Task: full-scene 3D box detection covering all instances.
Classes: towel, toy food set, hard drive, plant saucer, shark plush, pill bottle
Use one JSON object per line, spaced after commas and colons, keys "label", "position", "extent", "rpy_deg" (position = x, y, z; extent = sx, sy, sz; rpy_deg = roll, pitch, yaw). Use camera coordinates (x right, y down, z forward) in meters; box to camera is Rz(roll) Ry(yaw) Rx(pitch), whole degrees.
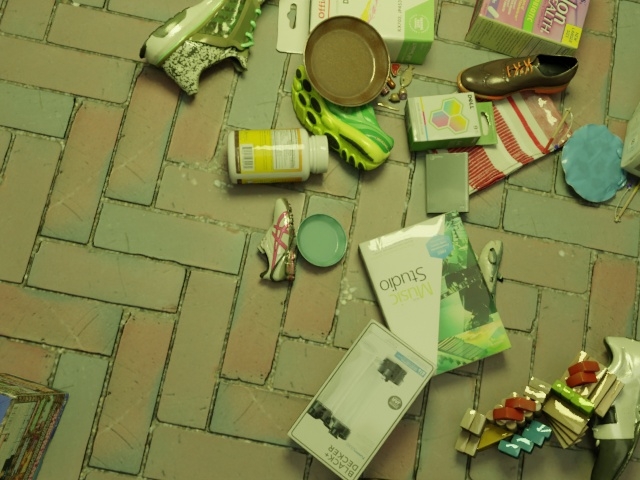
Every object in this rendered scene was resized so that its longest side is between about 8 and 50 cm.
{"label": "towel", "position": [0.404, -0.266, 1.526], "extent": [0.329, 0.037, 0.237], "rpy_deg": [-28, 81, -9]}
{"label": "toy food set", "position": [0.174, -0.371, 1.537], "extent": [0.078, 0.019, 0.122], "rpy_deg": [16, 77, -1]}
{"label": "hard drive", "position": [0.287, -0.129, 1.471], "extent": [0.094, 0.022, 0.135], "rpy_deg": [-1, 87, 15]}
{"label": "plant saucer", "position": [0.054, -0.387, 1.418], "extent": [0.199, 0.036, 0.198], "rpy_deg": [0, 90, -17]}
{"label": "shark plush", "position": [0.387, 0.078, 1.445], "extent": [0.067, 0.073, 0.161], "rpy_deg": [3, 71, -35]}
{"label": "plant saucer", "position": [0.000, 0.000, 1.432], "extent": [0.119, 0.021, 0.119], "rpy_deg": [5, 76, -21]}
{"label": "pill bottle", "position": [-0.093, -0.185, 1.427], "extent": [0.215, 0.117, 0.117], "rpy_deg": [-2, 78, -5]}

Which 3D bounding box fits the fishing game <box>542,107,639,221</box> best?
{"label": "fishing game", "position": [0.635, -0.181, 1.516], "extent": [0.264, 0.041, 0.189], "rpy_deg": [35, 77, -12]}

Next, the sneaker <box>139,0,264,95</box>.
{"label": "sneaker", "position": [-0.204, -0.479, 1.491], "extent": [0.410, 0.158, 0.182], "rpy_deg": [-39, 106, -9]}

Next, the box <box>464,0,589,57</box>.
{"label": "box", "position": [0.499, -0.557, 1.553], "extent": [0.243, 0.117, 0.213], "rpy_deg": [19, 77, -1]}

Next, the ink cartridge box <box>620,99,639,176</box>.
{"label": "ink cartridge box", "position": [0.896, -0.268, 1.553], "extent": [0.308, 0.091, 0.385], "rpy_deg": [25, 60, -2]}

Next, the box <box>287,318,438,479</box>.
{"label": "box", "position": [0.087, 0.322, 1.317], "extent": [0.169, 0.087, 0.290], "rpy_deg": [37, 88, 10]}

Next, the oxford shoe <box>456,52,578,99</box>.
{"label": "oxford shoe", "position": [0.450, -0.389, 1.489], "extent": [0.272, 0.098, 0.096], "rpy_deg": [-7, 77, -3]}

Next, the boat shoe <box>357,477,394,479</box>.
{"label": "boat shoe", "position": [0.187, 0.553, 1.287], "extent": [0.356, 0.132, 0.130], "rpy_deg": [7, 77, -2]}

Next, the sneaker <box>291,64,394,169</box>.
{"label": "sneaker", "position": [0.046, -0.281, 1.480], "extent": [0.295, 0.109, 0.123], "rpy_deg": [48, 51, 10]}

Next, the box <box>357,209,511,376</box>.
{"label": "box", "position": [0.242, 0.121, 1.408], "extent": [0.232, 0.058, 0.321], "rpy_deg": [-20, 82, -1]}

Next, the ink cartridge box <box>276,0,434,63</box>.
{"label": "ink cartridge box", "position": [0.078, -0.540, 1.514], "extent": [0.354, 0.119, 0.207], "rpy_deg": [3, 79, -4]}

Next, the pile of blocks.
{"label": "pile of blocks", "position": [0.437, 0.350, 1.308], "extent": [0.362, 0.112, 0.149], "rpy_deg": [-30, 58, 5]}

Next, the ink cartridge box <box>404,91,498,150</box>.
{"label": "ink cartridge box", "position": [0.301, -0.270, 1.475], "extent": [0.209, 0.062, 0.108], "rpy_deg": [-5, 76, -3]}

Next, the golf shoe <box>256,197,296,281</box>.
{"label": "golf shoe", "position": [-0.096, -0.003, 1.413], "extent": [0.086, 0.067, 0.186], "rpy_deg": [-1, 78, -3]}

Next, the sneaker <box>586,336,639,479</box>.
{"label": "sneaker", "position": [0.605, 0.360, 1.381], "extent": [0.146, 0.122, 0.330], "rpy_deg": [20, 78, 18]}

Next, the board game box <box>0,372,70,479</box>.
{"label": "board game box", "position": [-0.606, 0.369, 1.179], "extent": [0.141, 0.291, 0.232], "rpy_deg": [18, 77, 0]}
